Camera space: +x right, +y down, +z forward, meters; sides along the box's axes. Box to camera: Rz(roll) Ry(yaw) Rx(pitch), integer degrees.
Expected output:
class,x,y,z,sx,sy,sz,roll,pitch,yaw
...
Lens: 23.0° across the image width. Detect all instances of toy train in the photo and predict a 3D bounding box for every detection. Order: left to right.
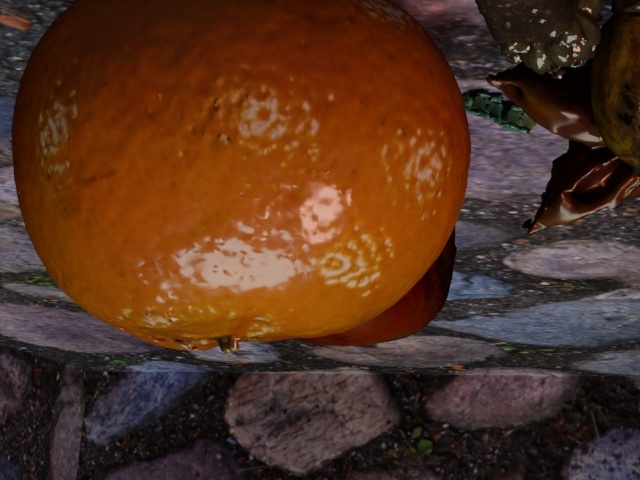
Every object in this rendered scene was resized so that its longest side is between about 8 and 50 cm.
class,x,y,z,sx,sy,sz,roll,pitch,yaw
toy train,0.185,-0.135,1.652,0.092,0.029,0.045,17,178,-29

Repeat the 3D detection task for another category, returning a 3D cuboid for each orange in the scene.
class,x,y,z,sx,sy,sz,roll,pitch,yaw
orange,-0.072,-0.063,1.398,0.423,0.326,0.424,6,168,1

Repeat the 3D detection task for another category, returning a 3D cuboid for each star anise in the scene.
class,x,y,z,sx,sy,sz,roll,pitch,yaw
star anise,0.315,-0.090,1.521,0.346,0.148,0.237,15,121,-34

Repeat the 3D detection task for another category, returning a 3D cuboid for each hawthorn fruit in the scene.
class,x,y,z,sx,sy,sz,roll,pitch,yaw
hawthorn fruit,0.000,0.000,1.829,0.300,0.254,0.254,-3,165,41

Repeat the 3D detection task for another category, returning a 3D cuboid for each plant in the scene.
class,x,y,z,sx,sy,sz,roll,pitch,yaw
plant,0.173,-0.193,1.278,0.094,0.092,0.143,-11,152,30

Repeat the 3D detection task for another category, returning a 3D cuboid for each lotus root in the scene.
class,x,y,z,sx,sy,sz,roll,pitch,yaw
lotus root,0.289,-0.130,1.344,0.120,0.120,0.209,1,131,18
